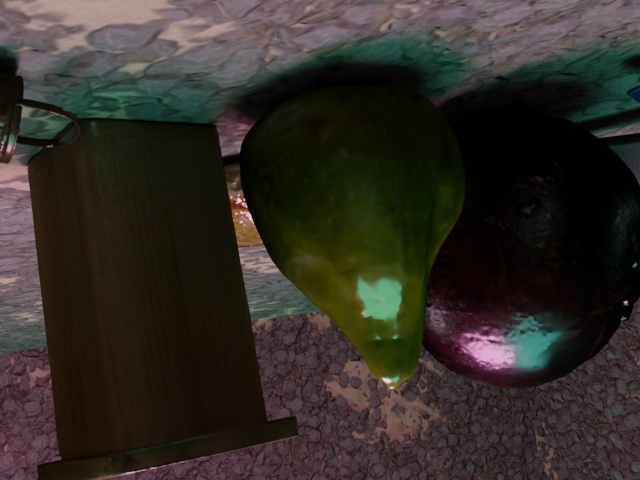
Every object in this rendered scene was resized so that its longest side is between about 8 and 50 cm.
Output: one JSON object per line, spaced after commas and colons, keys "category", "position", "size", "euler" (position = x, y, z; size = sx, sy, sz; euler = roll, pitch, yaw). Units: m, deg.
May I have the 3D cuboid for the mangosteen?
{"category": "mangosteen", "position": [0.202, 0.006, 0.944], "size": [0.330, 0.330, 0.330], "euler": [-10, 171, -2]}

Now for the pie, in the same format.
{"category": "pie", "position": [-0.050, -0.044, 1.003], "size": [0.205, 0.084, 0.179], "euler": [-6, 170, -14]}

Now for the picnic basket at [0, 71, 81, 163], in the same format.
{"category": "picnic basket", "position": [-0.216, -0.086, 0.609], "size": [0.083, 0.072, 0.072], "euler": [9, 162, -28]}

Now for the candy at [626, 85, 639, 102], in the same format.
{"category": "candy", "position": [0.471, -0.162, 0.910], "size": [0.187, 0.077, 0.331], "euler": [-7, 177, 40]}

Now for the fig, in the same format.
{"category": "fig", "position": [0.037, -0.001, 0.769], "size": [0.206, 0.275, 0.206], "euler": [-9, 170, -1]}

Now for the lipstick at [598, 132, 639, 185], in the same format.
{"category": "lipstick", "position": [0.412, -0.100, 1.057], "size": [0.317, 0.066, 0.068], "euler": [-6, -167, 21]}

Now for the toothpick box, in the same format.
{"category": "toothpick box", "position": [-0.166, 0.058, 0.796], "size": [0.187, 0.308, 0.190], "euler": [-3, 167, -37]}
